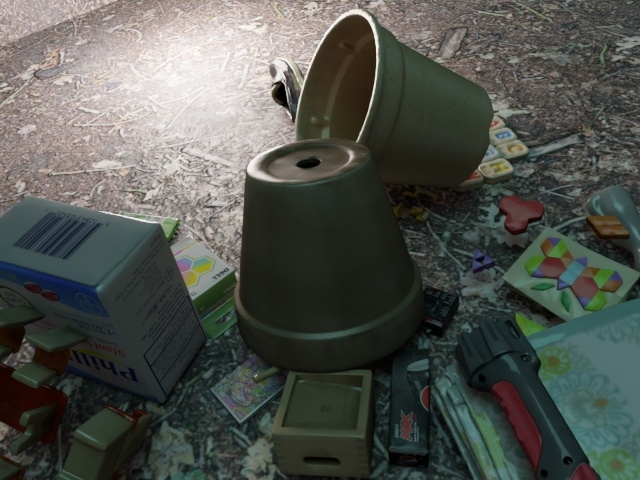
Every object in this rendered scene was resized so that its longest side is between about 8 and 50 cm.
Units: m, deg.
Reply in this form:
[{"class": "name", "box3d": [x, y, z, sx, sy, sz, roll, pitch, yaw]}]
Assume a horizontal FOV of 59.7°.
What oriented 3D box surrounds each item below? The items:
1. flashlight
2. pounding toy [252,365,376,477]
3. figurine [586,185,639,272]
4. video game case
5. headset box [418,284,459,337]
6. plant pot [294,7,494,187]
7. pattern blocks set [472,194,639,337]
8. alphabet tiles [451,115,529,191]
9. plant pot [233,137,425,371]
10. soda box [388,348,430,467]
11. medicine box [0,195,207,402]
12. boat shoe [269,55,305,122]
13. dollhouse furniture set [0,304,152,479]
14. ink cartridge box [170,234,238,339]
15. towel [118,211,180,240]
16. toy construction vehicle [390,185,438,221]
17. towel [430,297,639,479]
[{"class": "flashlight", "box3d": [0.249, 0.239, 0.666, 0.103, 0.103, 0.304, -1, 42, -20]}, {"class": "pounding toy", "box3d": [-0.010, 0.245, 0.841, 0.181, 0.094, 0.206, -2, 29, 11]}, {"class": "figurine", "box3d": [0.620, -0.015, 0.997, 0.215, 0.092, 0.209, -14, 48, -3]}, {"class": "video game case", "box3d": [-0.108, 0.235, 0.919, 0.122, 0.011, 0.087, -35, 49, -24]}, {"class": "headset box", "box3d": [0.195, 0.124, 0.963, 0.062, 0.032, 0.083, 18, 52, 27]}, {"class": "plant pot", "box3d": [0.154, -0.241, 1.101, 0.306, 0.333, 0.333, 9, 38, -25]}, {"class": "pattern blocks set", "box3d": [0.420, 0.063, 0.939, 0.325, 0.026, 0.285, 21, 67, 26]}, {"class": "alphabet tiles", "box3d": [0.322, -0.217, 1.297, 0.278, 0.021, 0.284, -15, 44, -5]}, {"class": "plant pot", "box3d": [0.000, 0.000, 0.896, 0.323, 0.280, 0.323, -6, 30, 4]}, {"class": "soda box", "box3d": [0.134, 0.246, 0.835, 0.060, 0.053, 0.169, 0, 45, 10]}, {"class": "medicine box", "box3d": [-0.363, 0.097, 0.905, 0.264, 0.289, 0.149, 11, 46, 21]}, {"class": "boat shoe", "box3d": [-0.090, -0.410, 1.512, 0.092, 0.102, 0.285, -19, 50, -16]}, {"class": "dollhouse furniture set", "box3d": [-0.398, 0.254, 0.812, 0.259, 0.262, 0.135, 23, 6, 8]}, {"class": "ink cartridge box", "box3d": [-0.228, 0.083, 1.059, 0.109, 0.062, 0.209, -37, 50, -26]}, {"class": "towel", "box3d": [-0.396, -0.011, 1.219, 0.152, 0.023, 0.113, 8, 49, 14]}, {"class": "toy construction vehicle", "box3d": [0.188, -0.081, 1.171, 0.098, 0.035, 0.086, 20, 51, 27]}, {"class": "towel", "box3d": [0.375, 0.259, 0.732, 0.375, 0.090, 0.320, -19, 50, -2]}]
